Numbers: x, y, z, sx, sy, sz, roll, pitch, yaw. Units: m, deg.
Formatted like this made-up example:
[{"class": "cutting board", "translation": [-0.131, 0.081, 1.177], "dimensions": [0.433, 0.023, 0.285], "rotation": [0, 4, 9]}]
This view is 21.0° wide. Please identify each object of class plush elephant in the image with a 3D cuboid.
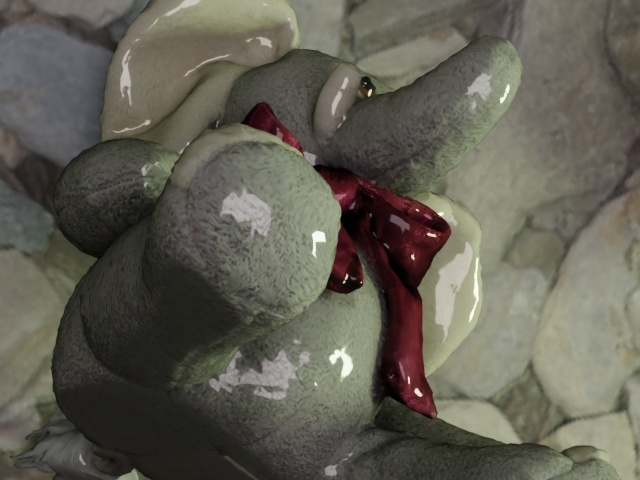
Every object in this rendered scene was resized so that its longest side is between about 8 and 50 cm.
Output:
[{"class": "plush elephant", "translation": [0.000, 0.000, 0.833], "dimensions": [0.272, 0.330, 0.255], "rotation": [40, 59, -23]}]
